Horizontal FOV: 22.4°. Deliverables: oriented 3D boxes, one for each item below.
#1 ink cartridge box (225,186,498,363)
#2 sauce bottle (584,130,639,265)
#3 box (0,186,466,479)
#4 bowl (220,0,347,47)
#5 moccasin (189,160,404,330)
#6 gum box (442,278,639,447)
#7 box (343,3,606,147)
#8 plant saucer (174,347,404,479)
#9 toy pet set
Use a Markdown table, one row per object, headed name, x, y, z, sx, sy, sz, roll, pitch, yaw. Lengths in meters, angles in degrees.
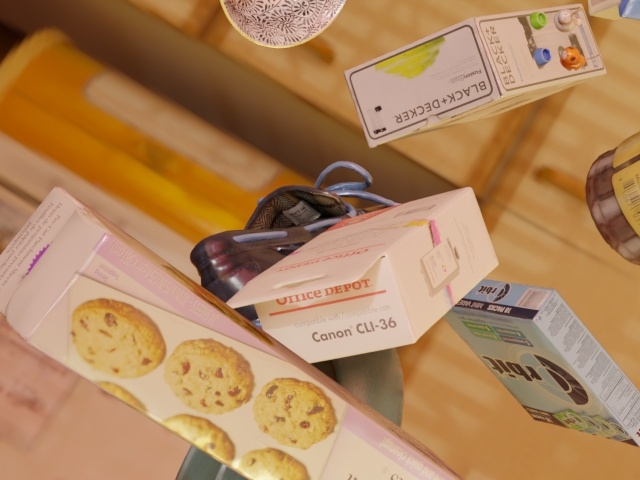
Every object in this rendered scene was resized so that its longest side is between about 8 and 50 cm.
| name | x | y | z | sx | sy | sz | roll | pitch | yaw |
| --- | --- | --- | --- | --- | --- | --- | --- | --- | --- |
| ink cartridge box | 0.031 | 0.031 | 1.120 | 0.115 | 0.198 | 0.067 | -14 | -80 | 31 |
| sauce bottle | 0.356 | -0.084 | 1.208 | 0.111 | 0.111 | 0.344 | 37 | -40 | -21 |
| box | -0.033 | 0.084 | 0.834 | 0.324 | 0.067 | 0.063 | 40 | -1 | -41 |
| bowl | -0.052 | -0.292 | 1.682 | 0.170 | 0.170 | 0.080 | 43 | -7 | -37 |
| moccasin | 0.000 | 0.000 | 1.316 | 0.117 | 0.137 | 0.342 | 58 | 18 | 0 |
| gum box | 0.211 | 0.112 | 1.523 | 0.184 | 0.041 | 0.157 | 48 | -21 | -25 |
| box | 0.174 | -0.182 | 1.746 | 0.169 | 0.290 | 0.087 | -19 | -90 | 34 |
| plant saucer | -0.048 | 0.202 | 1.362 | 0.043 | 0.318 | 0.317 | 33 | -15 | -24 |
| toy pet set | 0.232 | -0.206 | 1.329 | 0.114 | 0.122 | 0.065 | 3 | -12 | -39 |
